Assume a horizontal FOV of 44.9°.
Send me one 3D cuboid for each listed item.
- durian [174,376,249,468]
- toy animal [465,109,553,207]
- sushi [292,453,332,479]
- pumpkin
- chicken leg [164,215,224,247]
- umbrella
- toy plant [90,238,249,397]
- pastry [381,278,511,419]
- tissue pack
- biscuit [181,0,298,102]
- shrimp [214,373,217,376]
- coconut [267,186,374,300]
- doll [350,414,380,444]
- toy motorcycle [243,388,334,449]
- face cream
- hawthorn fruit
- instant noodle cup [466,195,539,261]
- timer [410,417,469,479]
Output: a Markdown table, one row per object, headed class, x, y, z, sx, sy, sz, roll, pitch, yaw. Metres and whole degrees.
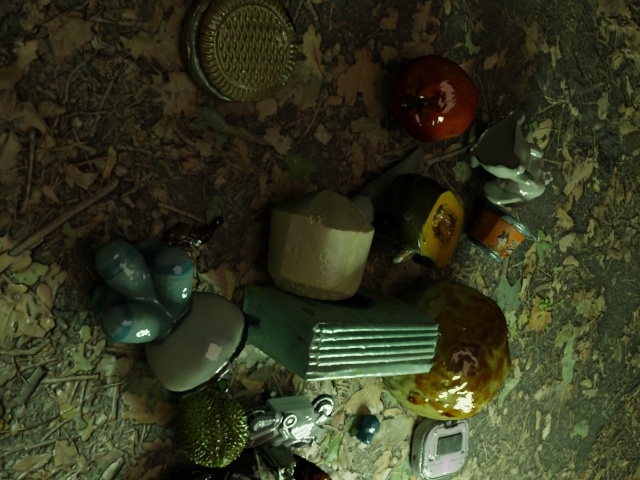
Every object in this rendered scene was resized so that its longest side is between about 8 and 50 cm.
| class | x | y | z | sx | sy | sz | roll | pitch | yaw |
| --- | --- | --- | --- | --- | --- | --- | --- | --- | --- |
| durian | -0.253 | 0.413 | 1.735 | 0.159 | 0.146 | 0.198 | -36 | 102 | -35 |
| toy animal | 0.522 | -0.197 | 2.150 | 0.289 | 0.174 | 0.249 | 60 | 40 | -29 |
| sushi | -0.087 | 0.684 | 1.911 | 0.343 | 0.182 | 0.196 | -36 | 128 | -22 |
| pumpkin | 0.251 | -0.027 | 1.959 | 0.221 | 0.139 | 0.317 | -65 | 154 | -8 |
| chicken leg | -0.272 | -0.015 | 1.682 | 0.145 | 0.037 | 0.062 | -9 | 94 | -34 |
| umbrella | -0.228 | 0.557 | 1.778 | 0.358 | 0.106 | 0.113 | -8 | 73 | -22 |
| toy plant | -0.328 | 0.127 | 1.558 | 0.247 | 0.247 | 0.332 | -50 | 122 | -17 |
| pastry | 0.340 | 0.295 | 2.058 | 0.389 | 0.313 | 0.388 | -15 | 114 | -37 |
| tissue pack | 0.045 | 0.208 | 1.820 | 0.388 | 0.287 | 0.162 | 4 | 103 | -39 |
| biscuit | -0.165 | -0.410 | 1.629 | 0.259 | 0.079 | 0.259 | -10 | 107 | -36 |
| shrimp | -0.251 | 0.277 | 1.777 | 0.114 | 0.023 | 0.083 | -46 | 128 | -13 |
| coconut | 0.000 | 0.000 | 1.768 | 0.239 | 0.239 | 0.244 | 2 | 101 | -38 |
| doll | 0.131 | 0.518 | 2.122 | 0.076 | 0.050 | 0.083 | 36 | 77 | -42 |
| toy motorcycle | -0.083 | 0.461 | 1.908 | 0.260 | 0.110 | 0.170 | -4 | 116 | -32 |
| face cream | 0.177 | -0.120 | 1.974 | 0.314 | 0.089 | 0.143 | -30 | 120 | -36 |
| hawthorn fruit | 0.302 | -0.349 | 1.940 | 0.299 | 0.211 | 0.211 | 1 | 101 | -49 |
| instant noodle cup | 0.497 | -0.019 | 2.202 | 0.125 | 0.208 | 0.178 | -53 | 155 | 3 |
| timer | 0.361 | 0.614 | 2.314 | 0.209 | 0.069 | 0.190 | -4 | 101 | -36 |
